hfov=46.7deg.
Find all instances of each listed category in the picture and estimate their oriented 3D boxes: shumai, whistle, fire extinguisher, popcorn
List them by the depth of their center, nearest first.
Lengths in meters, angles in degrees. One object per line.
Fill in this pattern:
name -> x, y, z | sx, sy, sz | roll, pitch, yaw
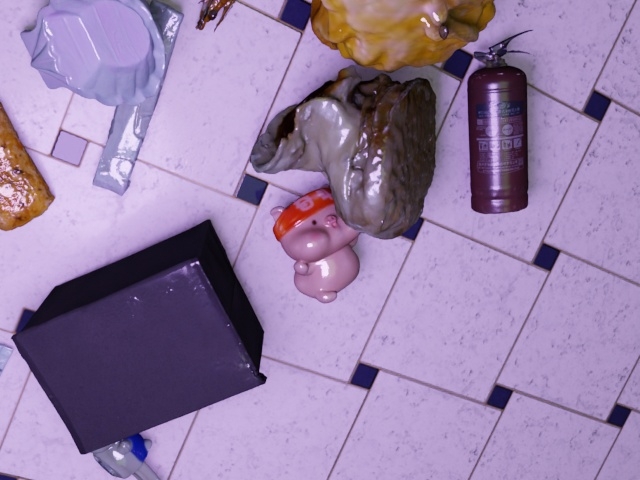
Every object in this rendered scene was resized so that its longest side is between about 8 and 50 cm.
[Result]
popcorn -> 0.133, -0.464, 1.224 | 0.348, 0.349, 0.382 | 10, 63, -18
shumai -> 0.045, -0.173, 1.328 | 0.288, 0.330, 0.292 | 5, 113, 24
whistle -> -0.383, 0.395, 1.411 | 0.244, 0.110, 0.092 | 51, 53, -19
fire extinguisher -> 0.352, -0.226, 1.431 | 0.135, 0.114, 0.338 | -4, 107, 7

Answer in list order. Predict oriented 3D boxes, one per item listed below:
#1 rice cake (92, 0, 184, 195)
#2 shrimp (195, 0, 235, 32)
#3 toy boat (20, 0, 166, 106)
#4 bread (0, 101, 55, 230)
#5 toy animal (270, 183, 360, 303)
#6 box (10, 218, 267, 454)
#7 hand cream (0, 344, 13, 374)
rice cake -> -0.315, -0.242, 1.278 | 0.066, 0.063, 0.337 | 18, 100, -11
shrimp -> -0.181, -0.482, 1.253 | 0.150, 0.068, 0.249 | 10, 97, -5
toy boat -> -0.343, -0.315, 1.175 | 0.290, 0.100, 0.200 | -1, 122, 29
bread -> -0.539, -0.124, 1.238 | 0.113, 0.083, 0.211 | -29, 112, -10
toy animal -> 0.000, 0.000, 1.381 | 0.171, 0.171, 0.198 | -21, 113, -9
box -> -0.292, 0.160, 1.274 | 0.345, 0.204, 0.251 | -22, 109, 8
hand cream -> -0.710, 0.164, 1.279 | 0.331, 0.058, 0.085 | 28, 94, -20
